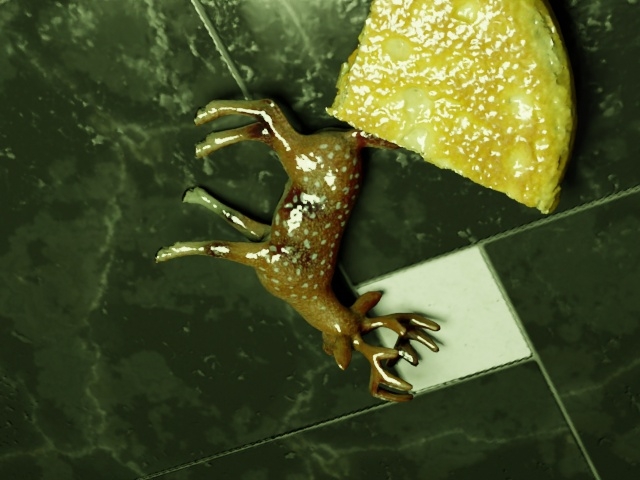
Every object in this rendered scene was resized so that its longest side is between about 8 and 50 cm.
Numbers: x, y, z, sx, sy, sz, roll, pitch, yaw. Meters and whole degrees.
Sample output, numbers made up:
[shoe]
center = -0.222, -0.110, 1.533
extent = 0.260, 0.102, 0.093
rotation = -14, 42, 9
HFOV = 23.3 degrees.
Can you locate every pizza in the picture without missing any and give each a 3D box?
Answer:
[pizza]
center = 0.099, -0.138, 1.234
extent = 0.197, 0.058, 0.292
rotation = -22, 111, 24

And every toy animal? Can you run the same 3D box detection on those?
[toy animal]
center = -0.005, 0.010, 1.325
extent = 0.260, 0.087, 0.243
rotation = 20, 123, 4
